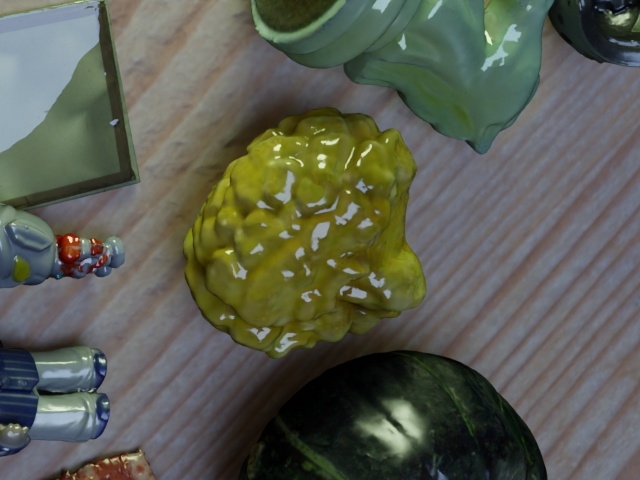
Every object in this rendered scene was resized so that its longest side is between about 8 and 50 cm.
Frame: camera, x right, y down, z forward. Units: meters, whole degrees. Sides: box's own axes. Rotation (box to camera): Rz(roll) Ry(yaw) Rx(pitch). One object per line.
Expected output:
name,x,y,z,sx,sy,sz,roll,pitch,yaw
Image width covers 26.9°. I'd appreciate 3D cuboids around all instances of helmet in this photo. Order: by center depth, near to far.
helmet,0.274,-0.246,1.254,0.153,0.107,0.177,18,80,-22

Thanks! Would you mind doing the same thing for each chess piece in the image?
chess piece,0.097,-0.194,1.175,0.298,0.176,0.176,22,98,-39

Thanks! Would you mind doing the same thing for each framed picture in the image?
framed picture,-0.273,-0.099,1.114,0.231,0.010,0.173,-14,113,-19

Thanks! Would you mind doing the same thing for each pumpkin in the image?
pumpkin,0.069,0.260,1.261,0.323,0.241,0.323,-12,112,-30

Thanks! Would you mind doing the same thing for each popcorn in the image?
popcorn,0.000,0.000,1.162,0.203,0.200,0.226,42,61,0

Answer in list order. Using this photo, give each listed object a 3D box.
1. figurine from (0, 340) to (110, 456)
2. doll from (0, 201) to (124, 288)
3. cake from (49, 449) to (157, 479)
figurine,-0.315,0.112,1.116,0.274,0.133,0.194,-18,83,-42
doll,-0.249,0.006,1.124,0.180,0.094,0.079,10,66,-36
cake,-0.187,0.343,1.289,0.158,0.159,0.262,-21,81,-16
